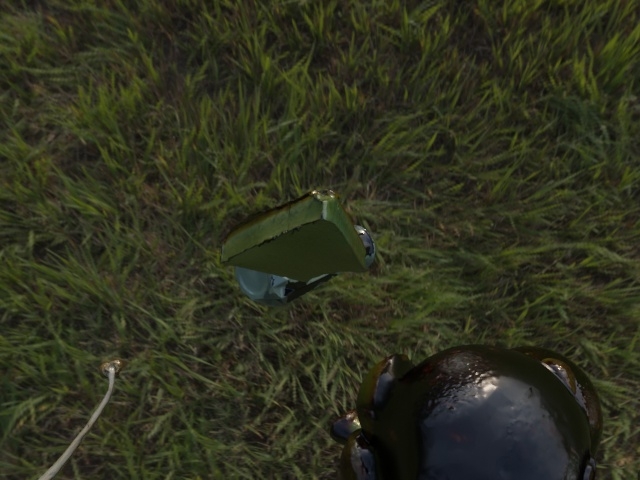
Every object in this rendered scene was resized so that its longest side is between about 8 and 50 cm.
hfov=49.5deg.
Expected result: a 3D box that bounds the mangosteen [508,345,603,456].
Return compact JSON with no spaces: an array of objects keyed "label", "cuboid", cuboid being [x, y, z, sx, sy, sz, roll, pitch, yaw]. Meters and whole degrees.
[{"label":"mangosteen","cuboid":[0.432,0.363,1.451,0.297,0.293,0.297,-29,47,38]}]

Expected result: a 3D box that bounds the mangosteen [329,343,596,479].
[{"label":"mangosteen","cuboid":[0.151,0.235,0.759,0.233,0.287,0.287,-39,72,-17]}]

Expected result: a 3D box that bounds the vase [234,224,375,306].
[{"label":"vase","cuboid":[-0.024,0.046,1.571,0.165,0.360,0.165,9,103,39]}]

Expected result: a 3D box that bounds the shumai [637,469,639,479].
[{"label":"shumai","cuboid":[0.453,0.444,0.864,0.262,0.314,0.267,-41,27,-15]}]

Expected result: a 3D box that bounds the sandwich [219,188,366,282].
[{"label":"sandwich","cuboid":[0.000,0.000,1.053,0.245,0.212,0.063,-20,63,46]}]

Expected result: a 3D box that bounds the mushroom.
[{"label":"mushroom","cuboid":[-0.311,0.264,0.802,0.028,0.026,0.286,10,61,36]}]
